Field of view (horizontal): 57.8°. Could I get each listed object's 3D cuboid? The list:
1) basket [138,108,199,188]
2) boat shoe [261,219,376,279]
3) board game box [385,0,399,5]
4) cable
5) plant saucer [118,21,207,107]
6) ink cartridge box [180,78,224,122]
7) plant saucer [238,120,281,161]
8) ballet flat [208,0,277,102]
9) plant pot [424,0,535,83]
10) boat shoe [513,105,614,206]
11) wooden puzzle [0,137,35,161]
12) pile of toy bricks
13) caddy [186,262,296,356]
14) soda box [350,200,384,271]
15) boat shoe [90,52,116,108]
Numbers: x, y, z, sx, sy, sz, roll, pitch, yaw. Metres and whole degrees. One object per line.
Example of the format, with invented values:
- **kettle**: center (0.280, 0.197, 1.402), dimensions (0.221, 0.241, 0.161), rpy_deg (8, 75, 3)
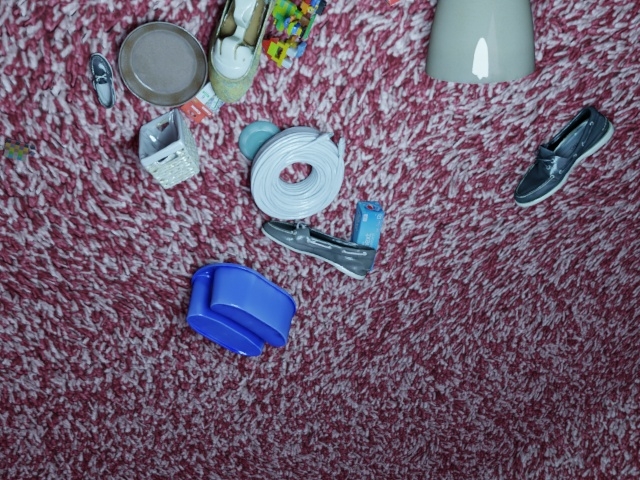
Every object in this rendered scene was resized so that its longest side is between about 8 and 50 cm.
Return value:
- **basket**: center (-0.362, -0.220, 1.401), dimensions (0.113, 0.167, 0.103), rpy_deg (-26, 133, 5)
- **boat shoe**: center (0.000, 0.000, 1.653), dimensions (0.335, 0.112, 0.095), rpy_deg (25, 107, -9)
- **board game box**: center (0.186, -0.654, 1.302), dimensions (0.146, 0.045, 0.193), rpy_deg (-26, 126, 5)
- **cable**: center (-0.063, -0.176, 1.535), dimensions (0.257, 0.089, 0.257), rpy_deg (-12, 133, -12)
- **plant saucer**: center (-0.363, -0.409, 1.345), dimensions (0.198, 0.036, 0.199), rpy_deg (-6, 125, -9)
- **ink cartridge box**: center (-0.281, -0.339, 1.418), dimensions (0.115, 0.029, 0.063), rpy_deg (-40, 123, 14)
- **plant saucer**: center (-0.154, -0.253, 1.514), dimensions (0.119, 0.021, 0.119), rpy_deg (-6, 126, -9)
- **ballet flat**: center (-0.176, -0.468, 1.280), dimensions (0.123, 0.123, 0.349), rpy_deg (15, 114, -22)
- **plant pot**: center (0.369, -0.527, 1.317), dimensions (0.256, 0.256, 0.274), rpy_deg (-10, 121, -7)
- **boat shoe**: center (0.674, -0.245, 1.658), dimensions (0.340, 0.127, 0.113), rpy_deg (-41, 122, 14)
- **wooden puzzle**: center (-0.736, -0.219, 1.404), dimensions (0.083, 0.006, 0.049), rpy_deg (15, 119, -23)
- **pile of toy bricks**: center (-0.066, -0.514, 1.319), dimensions (0.105, 0.118, 0.212), rpy_deg (32, 132, 0)
- **caddy**: center (-0.229, 0.194, 1.716), dimensions (0.241, 0.179, 0.341), rpy_deg (-27, 130, 34)
- **soda box**: center (0.132, -0.010, 1.721), dimensions (0.067, 0.071, 0.210), rpy_deg (1, 124, -13)
- **boat shoe**: center (-0.503, -0.366, 1.339), dimensions (0.046, 0.038, 0.125), rpy_deg (-6, 125, -10)
